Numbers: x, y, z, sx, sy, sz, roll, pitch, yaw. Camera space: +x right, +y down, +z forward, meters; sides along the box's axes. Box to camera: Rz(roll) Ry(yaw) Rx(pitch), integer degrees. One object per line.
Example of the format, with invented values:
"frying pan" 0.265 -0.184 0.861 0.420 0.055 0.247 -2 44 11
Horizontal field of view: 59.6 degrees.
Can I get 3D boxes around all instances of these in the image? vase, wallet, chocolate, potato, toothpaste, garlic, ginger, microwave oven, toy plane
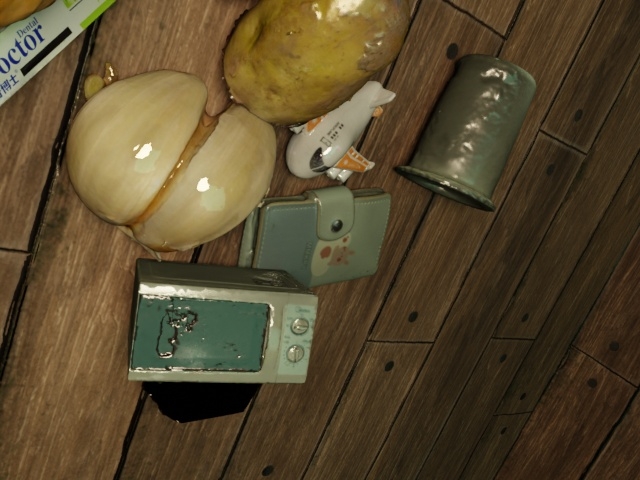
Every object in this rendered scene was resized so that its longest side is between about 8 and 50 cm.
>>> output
"vase" 0.324 -0.236 1.210 0.245 0.245 0.291 18 98 -41
"wallet" 0.000 0.000 1.208 0.360 0.083 0.252 -9 126 -34
"chocolate" -0.262 0.268 1.158 0.224 0.206 0.177 -3 162 -24
"potato" 0.008 -0.309 0.842 0.229 0.266 0.229 5 81 -37
"toothpaste" -0.356 -0.278 0.704 0.336 0.081 0.067 -58 143 -25
"garlic" -0.230 -0.124 0.901 0.313 0.249 0.286 -44 94 3
"ginger" -0.338 -0.225 0.861 0.048 0.030 0.097 -3 119 -33
"microwave oven" -0.183 0.148 0.997 0.295 0.237 0.181 6 96 -20
"toy plane" 0.033 -0.215 1.080 0.245 0.117 0.244 -19 126 -28

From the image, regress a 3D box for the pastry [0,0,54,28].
"pastry" -0.397 -0.386 0.500 0.245 0.409 0.409 -22 143 32
